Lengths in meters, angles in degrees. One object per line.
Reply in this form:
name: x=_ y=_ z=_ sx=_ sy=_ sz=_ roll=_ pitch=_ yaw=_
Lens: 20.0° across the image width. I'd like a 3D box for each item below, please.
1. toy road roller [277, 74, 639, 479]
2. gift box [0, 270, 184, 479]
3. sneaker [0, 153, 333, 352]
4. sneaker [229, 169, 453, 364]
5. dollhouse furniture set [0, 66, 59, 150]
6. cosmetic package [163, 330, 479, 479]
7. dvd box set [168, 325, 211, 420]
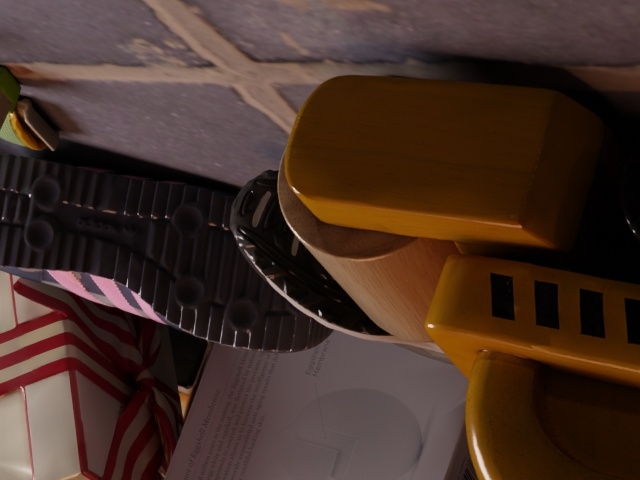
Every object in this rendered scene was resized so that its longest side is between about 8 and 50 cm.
toy road roller: x=0.123 y=0.058 z=0.993 sx=0.329 sy=0.241 sz=0.202 roll=10 pitch=160 yaw=28
gift box: x=-0.250 y=0.157 z=1.534 sx=0.258 sy=0.255 sz=0.276 roll=-19 pitch=156 yaw=12
sneaker: x=-0.123 y=0.005 z=1.376 sx=0.319 sy=0.112 sz=0.131 roll=19 pitch=180 yaw=13
sneaker: x=0.059 y=0.035 z=1.241 sx=0.271 sy=0.100 sz=0.108 roll=24 pitch=168 yaw=-14
dollhouse furniture set: x=-0.248 y=-0.086 z=1.271 sx=0.076 sy=0.059 sz=0.152 roll=13 pitch=161 yaw=21
cosmetic package: x=0.016 y=0.169 z=1.474 sx=0.224 sy=0.224 sz=0.138 roll=14 pitch=162 yaw=19
dvd box set: x=-0.278 y=0.125 z=1.938 sx=0.307 sy=0.062 sz=0.420 roll=20 pitch=163 yaw=-2
